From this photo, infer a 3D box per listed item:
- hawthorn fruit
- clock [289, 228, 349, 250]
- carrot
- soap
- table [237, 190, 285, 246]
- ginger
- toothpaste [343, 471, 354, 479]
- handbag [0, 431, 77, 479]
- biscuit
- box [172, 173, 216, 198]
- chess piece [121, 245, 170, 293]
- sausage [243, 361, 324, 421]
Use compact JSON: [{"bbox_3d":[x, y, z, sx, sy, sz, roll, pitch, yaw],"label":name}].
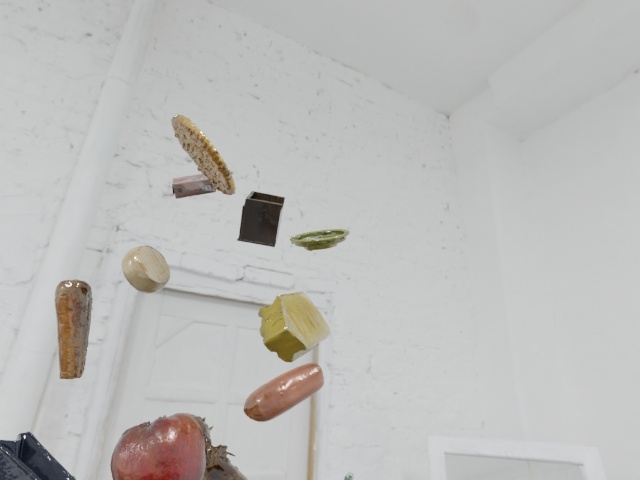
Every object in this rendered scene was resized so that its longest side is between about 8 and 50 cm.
[{"bbox_3d":[-0.318,0.464,0.816,0.185,0.202,0.185,-25,-15,-7],"label":"hawthorn fruit"},{"bbox_3d":[0.000,0.000,1.542,0.237,0.056,0.237,-7,10,1],"label":"clock"},{"bbox_3d":[-0.405,0.144,0.658,0.055,0.161,0.055,-3,-3,0],"label":"carrot"},{"bbox_3d":[-0.072,0.222,1.052,0.080,0.160,0.257,-39,-13,12],"label":"soap"},{"bbox_3d":[-0.262,-0.100,1.766,0.173,0.192,0.169,11,18,-3],"label":"table"},{"bbox_3d":[-0.345,0.687,1.203,0.418,0.254,0.176,41,-60,-6],"label":"ginger"},{"bbox_3d":[0.066,0.577,0.967,0.019,0.027,0.083,26,-44,14],"label":"toothpaste"},{"bbox_3d":[-0.754,0.687,0.983,0.330,0.303,0.122,25,-7,19],"label":"handbag"},{"bbox_3d":[-0.314,-0.222,1.071,0.254,0.035,0.254,44,-17,18],"label":"biscuit"},{"bbox_3d":[-0.464,-0.202,1.464,0.156,0.059,0.111,-13,25,-15],"label":"box"},{"bbox_3d":[-0.294,0.049,0.677,0.038,0.083,0.083,-28,-30,10],"label":"chess piece"},{"bbox_3d":[-0.113,0.469,1.236,0.259,0.113,0.114,-18,-8,-35],"label":"sausage"}]
